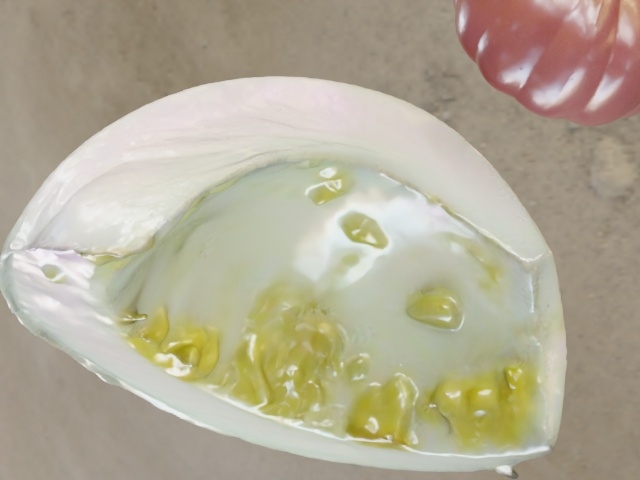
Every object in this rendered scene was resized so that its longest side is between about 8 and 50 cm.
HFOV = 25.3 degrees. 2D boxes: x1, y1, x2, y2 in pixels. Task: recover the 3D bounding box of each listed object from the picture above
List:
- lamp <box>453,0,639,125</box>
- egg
[{"bbox_3d":[0.110,-0.100,0.616,0.107,0.107,0.092,64,148,26],"label":"lamp"},{"bbox_3d":[-0.013,0.003,0.704,0.206,0.271,0.161,-34,36,61],"label":"egg"}]
